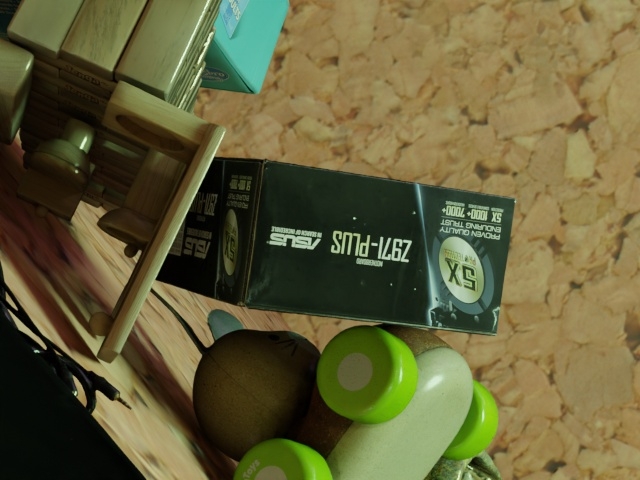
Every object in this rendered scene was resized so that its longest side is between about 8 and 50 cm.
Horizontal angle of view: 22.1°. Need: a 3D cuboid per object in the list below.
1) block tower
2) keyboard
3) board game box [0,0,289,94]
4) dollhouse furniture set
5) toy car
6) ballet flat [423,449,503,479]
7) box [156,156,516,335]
[{"bbox_3d":[-0.122,-0.097,0.966,0.091,0.097,0.335,24,-15,-3],"label":"block tower"},{"bbox_3d":[-0.103,0.037,0.430,0.100,0.038,0.192,15,23,-51],"label":"keyboard"},{"bbox_3d":[-0.197,-0.218,1.016,0.254,0.079,0.336,9,-21,24],"label":"board game box"},{"bbox_3d":[-0.152,-0.021,0.848,0.151,0.123,0.144,25,-14,-7],"label":"dollhouse furniture set"},{"bbox_3d":[-0.017,0.083,0.967,0.188,0.149,0.155,38,4,31],"label":"toy car"},{"bbox_3d":[0.147,0.274,1.046,0.348,0.123,0.123,56,-1,-6],"label":"ballet flat"},{"bbox_3d":[0.000,0.000,0.919,0.147,0.077,0.180,7,1,-22],"label":"box"}]
